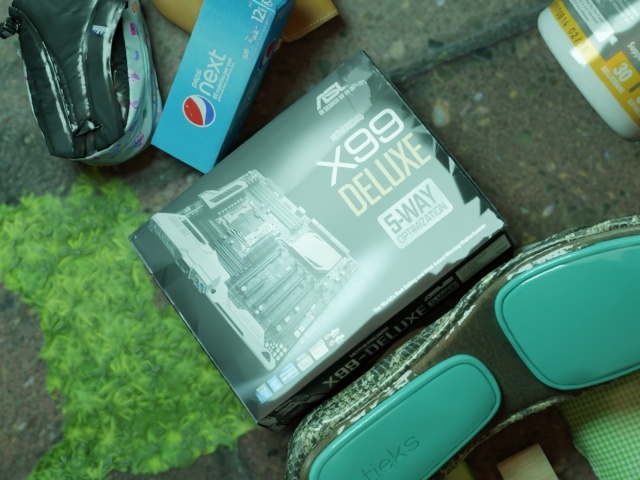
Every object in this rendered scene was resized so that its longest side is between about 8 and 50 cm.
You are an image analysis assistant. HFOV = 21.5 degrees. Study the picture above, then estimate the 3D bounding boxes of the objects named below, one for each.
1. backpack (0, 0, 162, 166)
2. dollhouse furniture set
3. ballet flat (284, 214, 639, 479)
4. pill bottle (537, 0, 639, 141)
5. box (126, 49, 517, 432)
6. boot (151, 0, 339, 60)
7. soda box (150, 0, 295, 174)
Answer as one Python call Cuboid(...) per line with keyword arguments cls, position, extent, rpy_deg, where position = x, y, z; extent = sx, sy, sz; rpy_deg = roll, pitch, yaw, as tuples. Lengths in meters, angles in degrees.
Cuboid(cls="backpack", position=(-0.227, -0.166, 1.692), extent=(0.152, 0.115, 0.182), rpy_deg=(-15, 83, 24))
Cuboid(cls="dollhouse furniture set", position=(0.282, 0.241, 1.634), extent=(0.301, 0.151, 0.197), rpy_deg=(-28, 88, 3))
Cuboid(cls="ballet flat", position=(0.168, 0.100, 1.632), extent=(0.483, 0.182, 0.164), rpy_deg=(-33, 109, 4))
Cuboid(cls="pill bottle", position=(0.359, -0.234, 1.605), extent=(0.278, 0.162, 0.162), rpy_deg=(-38, 87, 15))
Cuboid(cls="box", position=(0.000, 0.000, 1.663), extent=(0.307, 0.076, 0.242), rpy_deg=(-38, 69, 3))
Cuboid(cls="boot", position=(-0.052, -0.311, 1.676), extent=(0.283, 0.109, 0.220), rpy_deg=(-39, 91, 11))
Cuboid(cls="soda box", position=(-0.095, -0.171, 1.654), extent=(0.071, 0.067, 0.210), rpy_deg=(29, 127, 5))
